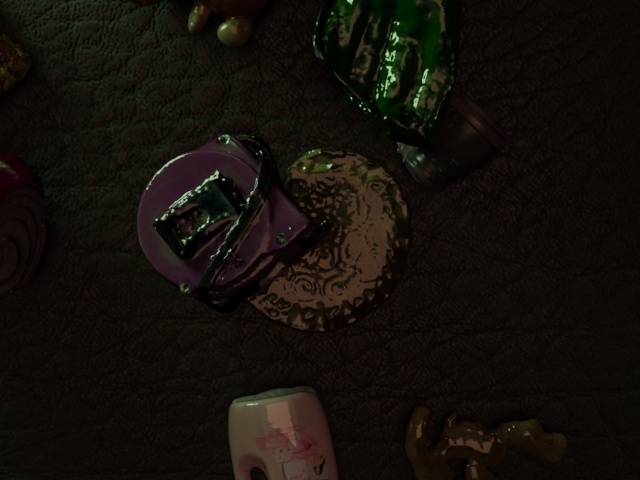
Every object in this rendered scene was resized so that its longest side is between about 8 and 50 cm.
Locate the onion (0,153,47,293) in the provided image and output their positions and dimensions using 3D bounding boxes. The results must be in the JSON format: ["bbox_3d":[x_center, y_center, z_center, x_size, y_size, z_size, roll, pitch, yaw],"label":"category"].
[{"bbox_3d":[-0.519,-0.033,1.422,0.206,0.216,0.206,13,92,5],"label":"onion"}]

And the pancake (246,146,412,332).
[{"bbox_3d":[0.000,0.000,1.545,0.286,0.033,0.288,-3,92,0],"label":"pancake"}]

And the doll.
[{"bbox_3d":[-0.186,-0.410,1.461,0.255,0.152,0.196,30,91,-2],"label":"doll"}]

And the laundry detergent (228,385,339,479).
[{"bbox_3d":[-0.046,0.398,1.530,0.159,0.088,0.335,-9,93,4],"label":"laundry detergent"}]

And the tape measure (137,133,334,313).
[{"bbox_3d":[-0.141,-0.030,1.460,0.245,0.149,0.231,-44,76,3],"label":"tape measure"}]

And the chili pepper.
[{"bbox_3d":[0.104,-0.327,1.462,0.213,0.167,0.385,2,85,13],"label":"chili pepper"}]

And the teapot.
[{"bbox_3d":[0.185,-0.153,1.504,0.148,0.116,0.146,42,101,-7],"label":"teapot"}]

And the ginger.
[{"bbox_3d":[0.255,0.336,1.552,0.258,0.065,0.149,5,105,-7],"label":"ginger"}]

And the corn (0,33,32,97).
[{"bbox_3d":[-0.538,-0.214,1.503,0.237,0.079,0.079,-42,93,5],"label":"corn"}]
